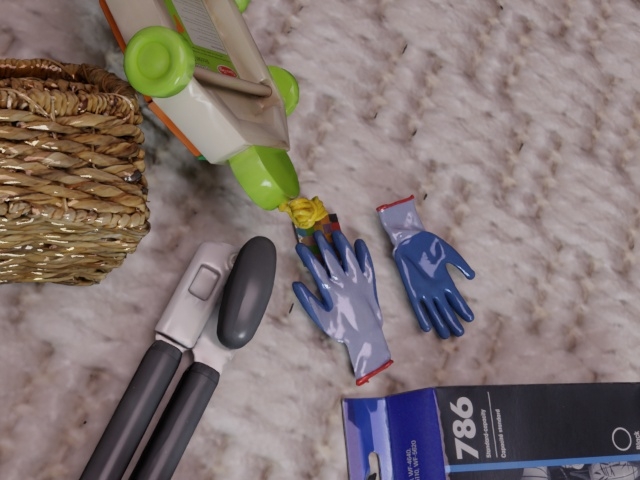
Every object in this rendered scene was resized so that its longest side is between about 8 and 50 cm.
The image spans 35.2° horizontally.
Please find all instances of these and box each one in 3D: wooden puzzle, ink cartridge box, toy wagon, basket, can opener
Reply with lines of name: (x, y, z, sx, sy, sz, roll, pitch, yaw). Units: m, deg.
wooden puzzle: (0.000, 0.000, 1.012, 0.049, 0.006, 0.083, -9, 77, -27)
ink cartridge box: (0.188, 0.225, 0.988, 0.333, 0.065, 0.165, 1, 73, -23)
toy wagon: (-0.101, -0.158, 0.905, 0.344, 0.068, 0.267, 65, 18, 6)
basket: (-0.295, -0.092, 0.792, 0.299, 0.213, 0.223, 1, 73, -24)
can opener: (-0.119, 0.115, 0.867, 0.076, 0.095, 0.283, 31, 62, -11)

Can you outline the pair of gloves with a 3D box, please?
pair of gloves: (0.069, 0.045, 1.014, 0.198, 0.023, 0.159, -24, 89, -29)
